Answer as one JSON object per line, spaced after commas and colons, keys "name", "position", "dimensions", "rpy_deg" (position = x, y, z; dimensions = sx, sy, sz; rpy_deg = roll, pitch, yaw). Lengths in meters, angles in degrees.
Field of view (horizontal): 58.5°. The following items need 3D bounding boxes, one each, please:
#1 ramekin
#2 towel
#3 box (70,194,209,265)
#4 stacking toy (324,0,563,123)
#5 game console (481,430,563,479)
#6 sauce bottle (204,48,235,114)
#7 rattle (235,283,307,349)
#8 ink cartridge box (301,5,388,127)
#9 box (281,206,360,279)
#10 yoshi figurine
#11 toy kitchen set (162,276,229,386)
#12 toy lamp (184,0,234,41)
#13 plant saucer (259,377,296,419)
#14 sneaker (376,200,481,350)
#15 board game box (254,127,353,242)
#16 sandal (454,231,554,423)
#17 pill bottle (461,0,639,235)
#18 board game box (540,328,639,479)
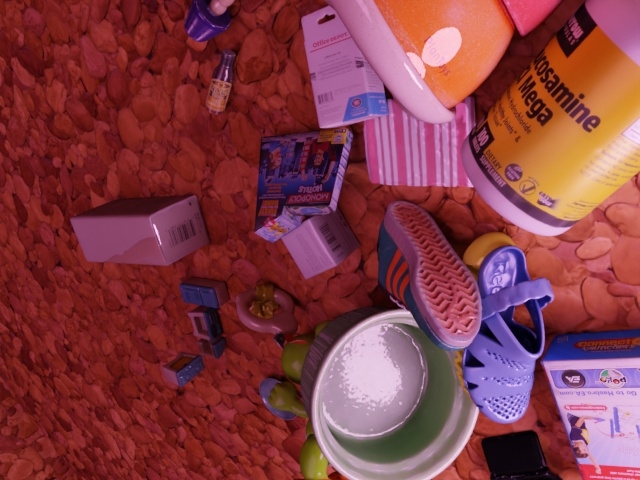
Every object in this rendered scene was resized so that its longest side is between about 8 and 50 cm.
{"name": "ramekin", "position": [0.111, 0.259, 1.005], "dimensions": [0.303, 0.303, 0.148], "rpy_deg": [66, 166, -10]}
{"name": "towel", "position": [0.161, -0.161, 0.932], "dimensions": [0.197, 0.029, 0.144], "rpy_deg": [7, 114, 33]}
{"name": "box", "position": [-0.431, -0.026, 1.355], "dimensions": [0.311, 0.148, 0.121], "rpy_deg": [1, 114, 37]}
{"name": "stacking toy", "position": [0.238, -0.384, 0.636], "dimensions": [0.480, 0.350, 0.350], "rpy_deg": [-27, 96, 23]}
{"name": "game console", "position": [0.382, 0.420, 1.077], "dimensions": [0.107, 0.071, 0.122], "rpy_deg": [36, 137, -24]}
{"name": "sauce bottle", "position": [-0.192, -0.305, 1.104], "dimensions": [0.042, 0.042, 0.128], "rpy_deg": [36, 131, 16]}
{"name": "rattle", "position": [-0.105, 0.198, 1.224], "dimensions": [0.200, 0.130, 0.143], "rpy_deg": [43, 121, 33]}
{"name": "ink cartridge box", "position": [0.039, -0.281, 0.923], "dimensions": [0.104, 0.060, 0.180], "rpy_deg": [-5, 97, 38]}
{"name": "box", "position": [0.000, 0.000, 1.080], "dimensions": [0.087, 0.102, 0.101], "rpy_deg": [-27, 96, 39]}
{"name": "yoshi figurine", "position": [-0.004, 0.346, 1.191], "dimensions": [0.203, 0.203, 0.362], "rpy_deg": [0, 83, 4]}
{"name": "toy kitchen set", "position": [-0.302, 0.220, 1.370], "dimensions": [0.122, 0.166, 0.207], "rpy_deg": [3, 115, 35]}
{"name": "toy lamp", "position": [-0.144, -0.440, 0.979], "dimensions": [0.275, 0.080, 0.080], "rpy_deg": [-30, 94, 39]}
{"name": "plant saucer", "position": [-0.097, 0.383, 1.402], "dimensions": [0.119, 0.021, 0.119], "rpy_deg": [17, 122, 29]}
{"name": "sneaker", "position": [0.162, 0.071, 0.917], "dimensions": [0.108, 0.302, 0.121], "rpy_deg": [4, 129, -16]}
{"name": "board game box", "position": [-0.039, -0.093, 1.014], "dimensions": [0.194, 0.060, 0.194], "rpy_deg": [2, 72, 35]}
{"name": "sandal", "position": [0.291, 0.154, 0.892], "dimensions": [0.138, 0.126, 0.317], "rpy_deg": [-141, 40, -66]}
{"name": "pill bottle", "position": [0.340, -0.173, 0.686], "dimensions": [0.188, 0.188, 0.334], "rpy_deg": [45, 131, 9]}
{"name": "board game box", "position": [0.532, 0.280, 0.846], "dimensions": [0.308, 0.086, 0.302], "rpy_deg": [-12, 105, 40]}
